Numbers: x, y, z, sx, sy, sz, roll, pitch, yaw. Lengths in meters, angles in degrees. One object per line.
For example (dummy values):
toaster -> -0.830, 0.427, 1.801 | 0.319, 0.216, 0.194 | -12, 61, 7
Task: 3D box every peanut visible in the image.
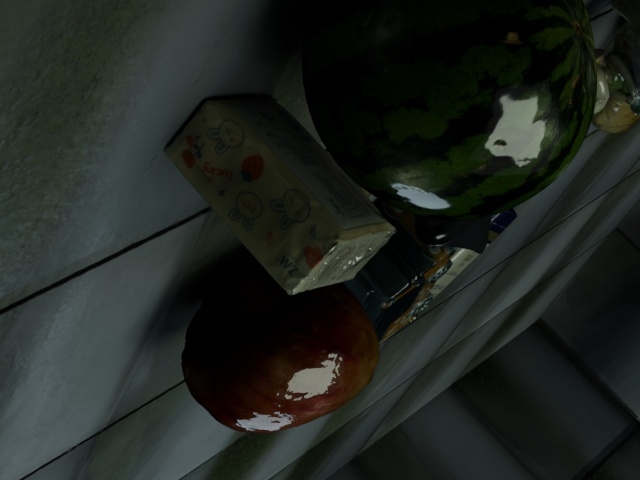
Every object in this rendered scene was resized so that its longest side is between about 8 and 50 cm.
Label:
peanut -> 0.535, -0.252, 2.405 | 0.120, 0.110, 0.236 | -64, 174, -6

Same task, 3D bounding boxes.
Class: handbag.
handbag -> 0.200, -0.090, 1.881 | 0.254, 0.088, 0.211 | 6, 87, -67

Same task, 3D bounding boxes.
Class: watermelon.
watermelon -> 0.123, -0.159, 1.244 | 0.285, 0.285, 0.285 | -40, 165, -13

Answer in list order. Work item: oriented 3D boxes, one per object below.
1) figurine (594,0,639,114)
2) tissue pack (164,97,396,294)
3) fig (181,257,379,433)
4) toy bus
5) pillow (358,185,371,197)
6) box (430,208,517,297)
figurine -> 0.465, -0.268, 1.988 | 0.394, 0.275, 0.227 | -14, 140, -2
tissue pack -> -0.037, -0.046, 1.310 | 0.092, 0.196, 0.148 | -49, 164, 22
fig -> -0.049, 0.133, 1.688 | 0.263, 0.224, 0.224 | -13, 153, -23
toy bus -> 0.093, 0.055, 2.042 | 0.167, 0.138, 0.275 | -34, 165, -25
pillow -> 0.000, 0.000, 1.846 | 0.130, 0.033, 0.217 | -28, 159, -42
box -> 0.240, 0.013, 2.424 | 0.259, 0.071, 0.168 | -46, 165, 9
